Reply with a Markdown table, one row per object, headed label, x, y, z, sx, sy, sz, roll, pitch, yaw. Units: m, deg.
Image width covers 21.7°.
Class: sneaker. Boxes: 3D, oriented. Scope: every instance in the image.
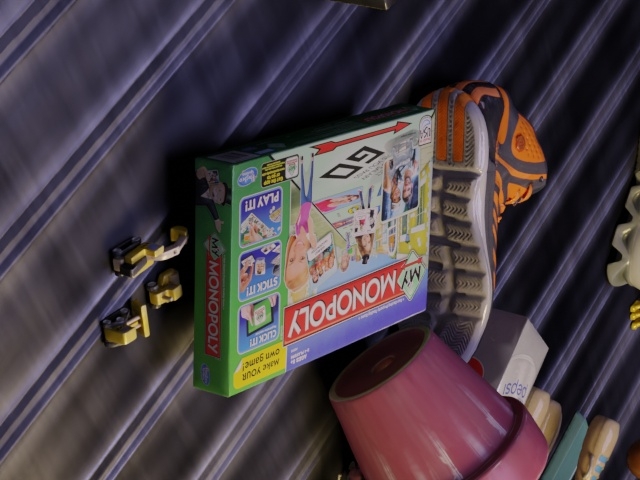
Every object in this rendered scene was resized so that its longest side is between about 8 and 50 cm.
| label | x | y | z | sx | sy | sz | roll | pitch | yaw |
| --- | --- | --- | --- | --- | --- | --- | --- | --- | --- |
| sneaker | 0.514 | -0.082 | 2.325 | 0.122 | 0.146 | 0.330 | 10 | 93 | -57 |
| sneaker | 0.180 | -0.018 | 1.843 | 0.180 | 0.124 | 0.321 | -15 | 116 | -53 |

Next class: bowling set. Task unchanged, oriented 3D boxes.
| label | x | y | z | sx | sy | sz | roll | pitch | yaw |
| --- | --- | --- | --- | --- | --- | --- | --- | --- | --- |
| bowling set | 0.319 | 0.291 | 2.072 | 0.287 | 0.200 | 0.154 | 39 | 72 | -72 |

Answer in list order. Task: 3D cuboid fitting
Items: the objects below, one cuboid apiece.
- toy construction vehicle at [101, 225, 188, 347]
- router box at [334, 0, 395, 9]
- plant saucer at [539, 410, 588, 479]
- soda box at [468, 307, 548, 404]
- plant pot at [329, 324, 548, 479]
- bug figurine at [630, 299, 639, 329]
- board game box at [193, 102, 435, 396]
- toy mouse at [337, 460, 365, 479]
| label | x | y | z | sx | sy | sz | roll | pitch | yaw |
| --- | --- | --- | --- | --- | --- | --- | --- | --- | --- |
| toy construction vehicle | -0.147 | 0.040 | 1.440 | 0.098 | 0.035 | 0.086 | -33 | 129 | -48 |
| router box | 0.070 | -0.408 | 1.548 | 0.243 | 0.081 | 0.309 | -47 | 138 | -37 |
| plant saucer | 0.331 | 0.332 | 2.330 | 0.192 | 0.018 | 0.067 | -56 | 143 | -27 |
| soda box | 0.161 | 0.219 | 1.940 | 0.286 | 0.098 | 0.091 | -64 | 147 | -18 |
| plant pot | 0.110 | 0.198 | 1.754 | 0.180 | 0.201 | 0.201 | 54 | 51 | -14 |
| bug figurine | 0.565 | 0.078 | 2.537 | 0.279 | 0.072 | 0.216 | -47 | 139 | -38 |
| board game box | 0.000 | 0.000 | 1.564 | 0.317 | 0.046 | 0.213 | -20 | 116 | -51 |
| toy mouse | 0.029 | 0.287 | 1.824 | 0.161 | 0.031 | 0.143 | -60 | 146 | -23 |
